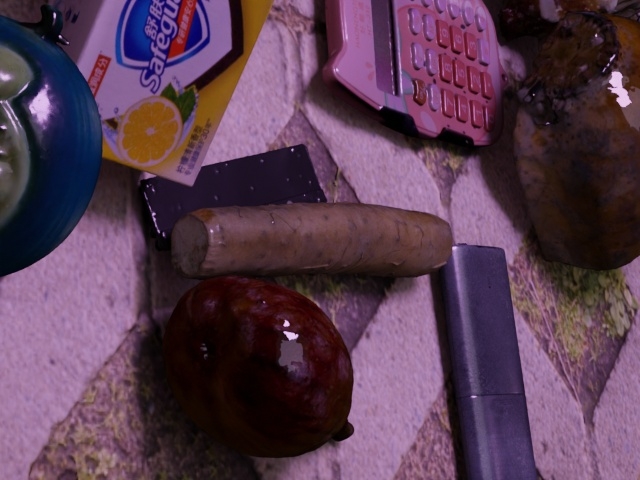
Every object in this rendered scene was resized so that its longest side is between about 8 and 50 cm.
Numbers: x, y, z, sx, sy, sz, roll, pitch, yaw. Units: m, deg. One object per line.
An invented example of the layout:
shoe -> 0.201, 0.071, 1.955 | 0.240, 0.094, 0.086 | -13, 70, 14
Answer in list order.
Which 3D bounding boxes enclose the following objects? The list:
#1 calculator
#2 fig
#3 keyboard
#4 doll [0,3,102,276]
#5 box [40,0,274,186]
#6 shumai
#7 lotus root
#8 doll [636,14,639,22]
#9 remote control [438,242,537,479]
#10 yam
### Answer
calculator -> 0.108, -0.216, 1.761 | 0.330, 0.048, 0.220 | 14, 66, -45
fig -> -0.032, 0.138, 1.443 | 0.274, 0.170, 0.145 | 46, 60, -51
keyboard -> -0.084, -0.044, 1.526 | 0.231, 0.023, 0.072 | -17, 85, -46
doll -> -0.285, -0.040, 1.158 | 0.198, 0.322, 0.186 | 43, 13, 19
box -> -0.144, -0.196, 1.366 | 0.168, 0.097, 0.265 | 19, 100, -41
shumai -> 0.312, -0.340, 1.904 | 0.256, 0.189, 0.218 | 39, 51, -23
lotus root -> 0.351, -0.142, 1.823 | 0.267, 0.149, 0.260 | -53, 140, -31
doll -> 0.542, -0.233, 2.091 | 0.340, 0.158, 0.246 | 47, 39, -38
remote control -> 0.189, 0.192, 1.706 | 0.107, 0.044, 0.377 | 5, 73, -49
yam -> 0.000, 0.000, 1.540 | 0.371, 0.083, 0.083 | 2, 75, -50
